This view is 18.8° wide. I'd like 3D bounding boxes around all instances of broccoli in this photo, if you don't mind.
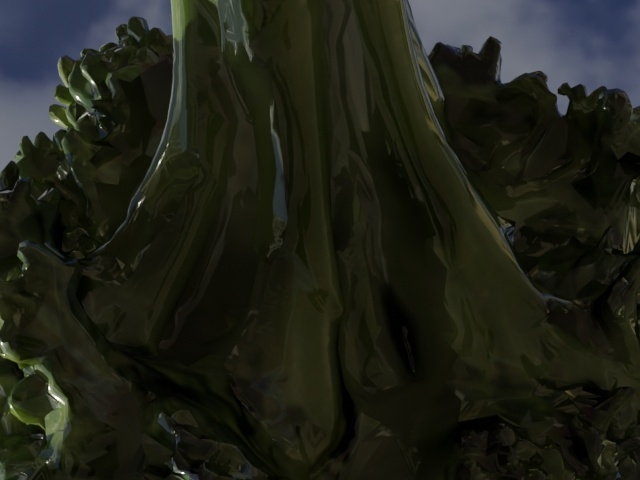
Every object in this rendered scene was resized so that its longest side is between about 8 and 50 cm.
[{"bbox_3d":[-0.010,0.014,0.676,0.235,0.288,0.260,-26,-76,29],"label":"broccoli"}]
